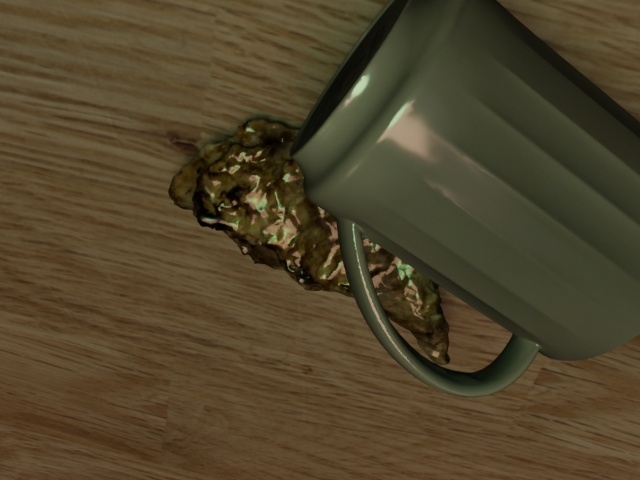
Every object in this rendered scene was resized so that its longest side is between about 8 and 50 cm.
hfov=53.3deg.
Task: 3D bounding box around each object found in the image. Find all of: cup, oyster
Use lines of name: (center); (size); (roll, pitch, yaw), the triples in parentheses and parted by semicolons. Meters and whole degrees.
cup: (0.135, -0.032, 0.603); (0.327, 0.237, 0.322); (33, 87, -13)
oyster: (0.022, -0.013, 0.735); (0.396, 0.111, 0.204); (28, 117, -4)
